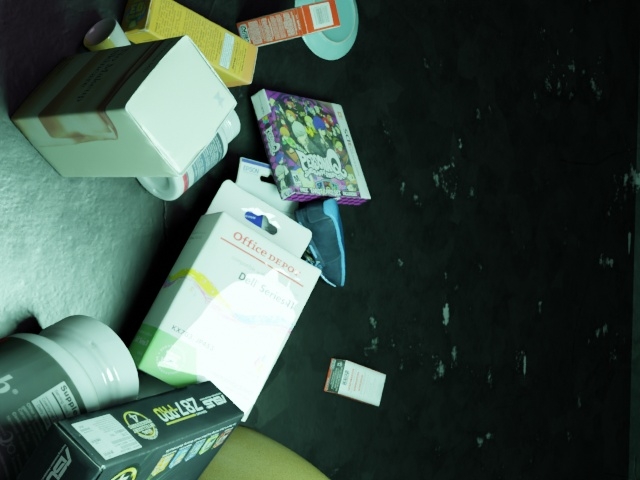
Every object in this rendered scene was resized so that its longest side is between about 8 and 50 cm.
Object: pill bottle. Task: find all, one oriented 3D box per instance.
[{"bbox_3d":[-0.218,-0.158,1.456,0.180,0.108,0.108,-47,123,-35],"label":"pill bottle"},{"bbox_3d":[-0.426,0.249,1.161,0.363,0.210,0.210,-34,116,-53],"label":"pill bottle"}]

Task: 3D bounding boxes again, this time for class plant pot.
[{"bbox_3d":[-0.079,0.461,1.526,0.237,0.254,0.237,-3,95,-48],"label":"plant pot"}]

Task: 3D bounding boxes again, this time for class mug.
[{"bbox_3d":[-0.332,-0.299,1.373,0.078,0.062,0.064,-40,136,-1],"label":"mug"}]

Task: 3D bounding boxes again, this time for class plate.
[{"bbox_3d":[0.021,-0.458,1.762,0.188,0.024,0.188,-4,95,-48],"label":"plate"}]

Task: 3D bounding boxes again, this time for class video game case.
[{"bbox_3d":[-0.015,-0.171,1.659,0.232,0.042,0.210,2,66,-50],"label":"video game case"}]

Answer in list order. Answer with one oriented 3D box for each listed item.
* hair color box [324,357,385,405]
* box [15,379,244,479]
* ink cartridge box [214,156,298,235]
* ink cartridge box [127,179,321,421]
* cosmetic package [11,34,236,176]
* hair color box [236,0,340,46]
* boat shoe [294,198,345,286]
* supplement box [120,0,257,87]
[{"bbox_3d":[0.073,0.297,1.835,0.141,0.043,0.072,28,71,-45],"label":"hair color box"},{"bbox_3d":[-0.297,0.357,1.197,0.318,0.097,0.395,-53,164,10],"label":"box"},{"bbox_3d":[-0.126,0.026,1.596,0.165,0.065,0.333,13,84,-46],"label":"ink cartridge box"},{"bbox_3d":[-0.144,0.091,1.457,0.207,0.119,0.353,31,77,-20],"label":"ink cartridge box"},{"bbox_3d":[-0.284,-0.183,1.245,0.129,0.296,0.153,54,54,-35],"label":"cosmetic package"},{"bbox_3d":[-0.059,-0.386,1.573,0.093,0.167,0.053,-27,110,-43],"label":"hair color box"},{"bbox_3d":[0.000,0.000,1.690,0.258,0.089,0.109,80,6,-50],"label":"boat shoe"},{"bbox_3d":[-0.216,-0.334,1.474,0.233,0.078,0.080,17,79,-47],"label":"supplement box"}]
